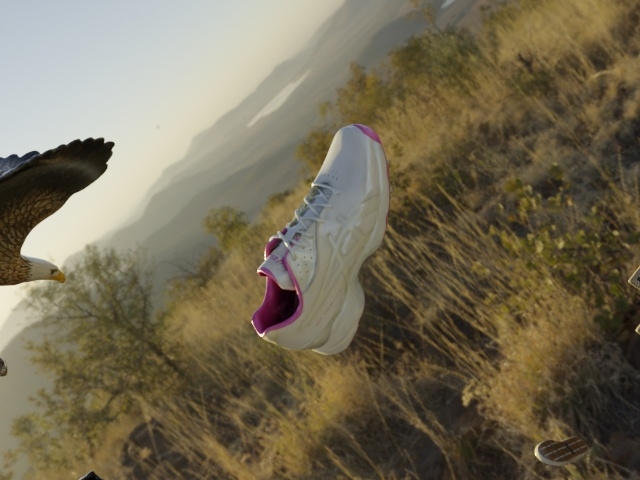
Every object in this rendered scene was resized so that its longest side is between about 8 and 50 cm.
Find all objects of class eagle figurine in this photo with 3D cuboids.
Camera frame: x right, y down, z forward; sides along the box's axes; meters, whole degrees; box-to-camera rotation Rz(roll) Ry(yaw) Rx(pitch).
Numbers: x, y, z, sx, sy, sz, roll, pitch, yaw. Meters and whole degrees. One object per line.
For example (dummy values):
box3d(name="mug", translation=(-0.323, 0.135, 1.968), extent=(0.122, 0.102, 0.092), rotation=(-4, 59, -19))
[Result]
box3d(name="eagle figurine", translation=(-0.403, -0.007, 0.766), extent=(0.225, 0.226, 0.298), rotation=(76, -151, -80))

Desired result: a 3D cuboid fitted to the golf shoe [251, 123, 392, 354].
box3d(name="golf shoe", translation=(0.000, 0.000, 0.776), extent=(0.115, 0.140, 0.306), rotation=(19, 100, 53))

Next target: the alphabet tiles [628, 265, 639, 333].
box3d(name="alphabet tiles", translation=(0.668, 0.092, 0.944), extent=(0.285, 0.342, 0.011), rotation=(-55, -2, 7))

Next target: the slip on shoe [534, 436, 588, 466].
box3d(name="slip on shoe", translation=(0.442, 0.396, 1.142), extent=(0.051, 0.135, 0.041), rotation=(56, 130, 36))

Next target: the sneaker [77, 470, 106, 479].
box3d(name="sneaker", translation=(-0.204, 0.222, 0.499), extent=(0.043, 0.040, 0.109), rotation=(-51, 9, -2))
